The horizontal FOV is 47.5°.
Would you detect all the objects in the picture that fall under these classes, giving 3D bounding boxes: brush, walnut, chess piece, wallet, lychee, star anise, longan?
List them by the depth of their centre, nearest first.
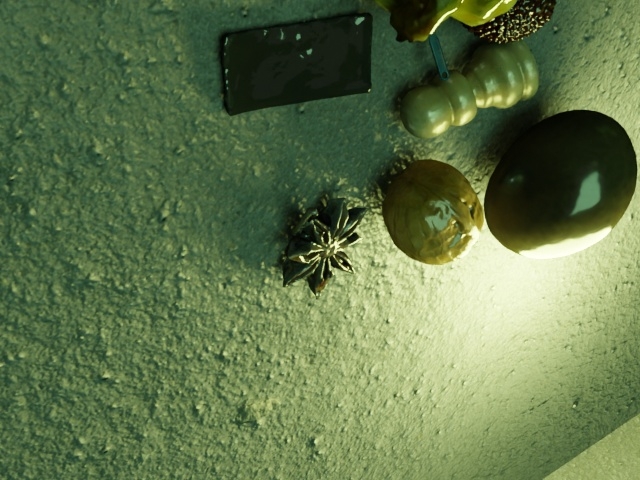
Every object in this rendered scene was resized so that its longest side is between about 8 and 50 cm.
[{"bbox_3d":[-0.036,-0.299,1.233,0.285,0.030,0.146,-15,129,-24],"label":"wallet"},{"bbox_3d":[0.327,-0.437,1.288,0.188,0.188,0.188,-17,127,-24],"label":"lychee"},{"bbox_3d":[0.202,-0.368,1.311,0.051,0.014,0.164,-24,105,-15],"label":"brush"},{"bbox_3d":[0.273,-0.279,1.390,0.261,0.142,0.142,-29,132,-7],"label":"chess piece"},{"bbox_3d":[0.001,0.000,1.419,0.230,0.081,0.262,-40,144,-4],"label":"star anise"},{"bbox_3d":[0.224,-0.056,1.463,0.195,0.195,0.221,-42,132,-3],"label":"walnut"},{"bbox_3d":[0.512,-0.115,1.557,0.288,0.288,0.350,27,111,-42],"label":"longan"}]

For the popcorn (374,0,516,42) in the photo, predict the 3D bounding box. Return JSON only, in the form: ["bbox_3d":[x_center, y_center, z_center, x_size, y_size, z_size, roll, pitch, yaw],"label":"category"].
[{"bbox_3d":[0.183,-0.475,1.079,0.290,0.321,0.325,-47,124,-50],"label":"popcorn"}]
